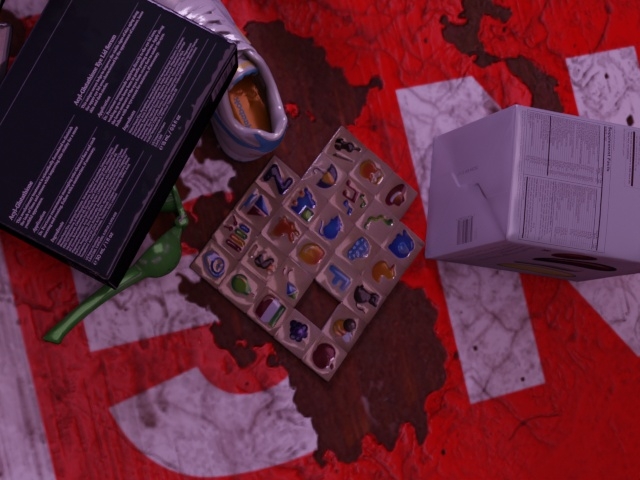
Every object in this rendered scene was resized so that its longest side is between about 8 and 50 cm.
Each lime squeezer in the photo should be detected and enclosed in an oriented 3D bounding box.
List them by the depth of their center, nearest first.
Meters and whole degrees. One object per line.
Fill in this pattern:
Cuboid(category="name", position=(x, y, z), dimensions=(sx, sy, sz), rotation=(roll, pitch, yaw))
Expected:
Cuboid(category="lime squeezer", position=(-0.187, -0.031, 1.621), dimensions=(0.110, 0.059, 0.310), rotation=(13, 78, 10))

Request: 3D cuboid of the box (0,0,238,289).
Cuboid(category="box", position=(-0.220, -0.111, 1.534), dimensions=(0.184, 0.103, 0.261), rotation=(28, 82, 1))

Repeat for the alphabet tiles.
Cuboid(category="alphabet tiles", position=(0.000, 0.000, 1.710), dimensions=(0.198, 0.009, 0.237), rotation=(41, 70, -13))

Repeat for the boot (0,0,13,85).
Cuboid(category="boot", position=(-0.412, -0.256, 1.531), dimensions=(0.229, 0.091, 0.263), rotation=(6, 74, -14))

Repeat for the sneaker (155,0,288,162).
Cuboid(category="sneaker", position=(-0.105, -0.194, 1.646), dimensions=(0.087, 0.092, 0.229), rotation=(-34, 96, -21))

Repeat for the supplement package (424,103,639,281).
Cuboid(category="supplement package", position=(0.250, -0.045, 1.719), dimensions=(0.203, 0.194, 0.149), rotation=(8, 81, -21))
